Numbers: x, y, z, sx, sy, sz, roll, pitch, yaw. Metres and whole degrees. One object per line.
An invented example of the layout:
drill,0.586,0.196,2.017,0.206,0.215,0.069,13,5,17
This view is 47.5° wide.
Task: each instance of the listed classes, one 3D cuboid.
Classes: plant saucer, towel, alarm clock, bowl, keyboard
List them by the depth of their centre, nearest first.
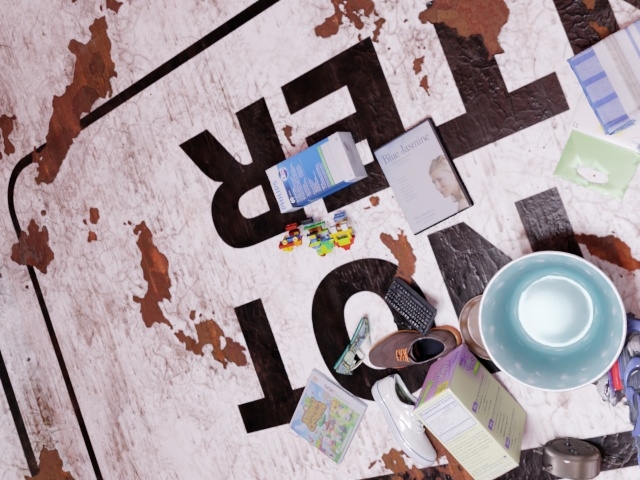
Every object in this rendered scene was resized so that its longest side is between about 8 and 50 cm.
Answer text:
towel,0.693,-0.368,1.523,0.285,0.034,0.209,-27,73,21
bowl,0.527,0.173,1.654,0.311,0.163,0.312,2,94,21
alarm clock,0.606,0.508,1.700,0.192,0.129,0.064,4,97,2
plant saucer,0.430,0.214,1.814,0.168,0.029,0.168,4,99,30
keyboard,0.227,0.182,1.896,0.180,0.023,0.108,43,119,48

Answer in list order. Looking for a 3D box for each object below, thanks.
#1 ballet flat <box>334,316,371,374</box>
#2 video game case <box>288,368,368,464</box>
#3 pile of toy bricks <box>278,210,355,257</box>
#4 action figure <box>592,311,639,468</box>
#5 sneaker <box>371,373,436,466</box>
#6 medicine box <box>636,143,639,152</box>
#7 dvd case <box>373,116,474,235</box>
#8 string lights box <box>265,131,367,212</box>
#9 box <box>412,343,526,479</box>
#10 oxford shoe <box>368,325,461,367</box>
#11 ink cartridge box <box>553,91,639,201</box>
ballet flat,0.104,0.296,2.015,0.070,0.070,0.188,38,116,22
video game case,0.019,0.512,2.113,0.193,0.023,0.212,31,112,24
pile of toy bricks,0.000,0.000,2.017,0.212,0.118,0.105,-15,118,16
action figure,0.750,0.332,1.544,0.330,0.178,0.341,-8,59,38
sneaker,0.235,0.475,1.933,0.091,0.094,0.258,-44,74,33
medicine box,0.779,-0.204,1.384,0.263,0.289,0.149,-41,76,30
dvd case,0.262,-0.163,1.866,0.180,0.022,0.253,-29,81,31
string lights box,-0.015,-0.185,2.000,0.259,0.076,0.133,-24,84,32
box,0.362,0.413,1.742,0.243,0.213,0.117,48,119,-3
oxford shoe,0.229,0.284,1.906,0.271,0.098,0.097,-22,85,32
ink cartridge box,0.634,-0.223,1.612,0.171,0.056,0.235,27,108,25
